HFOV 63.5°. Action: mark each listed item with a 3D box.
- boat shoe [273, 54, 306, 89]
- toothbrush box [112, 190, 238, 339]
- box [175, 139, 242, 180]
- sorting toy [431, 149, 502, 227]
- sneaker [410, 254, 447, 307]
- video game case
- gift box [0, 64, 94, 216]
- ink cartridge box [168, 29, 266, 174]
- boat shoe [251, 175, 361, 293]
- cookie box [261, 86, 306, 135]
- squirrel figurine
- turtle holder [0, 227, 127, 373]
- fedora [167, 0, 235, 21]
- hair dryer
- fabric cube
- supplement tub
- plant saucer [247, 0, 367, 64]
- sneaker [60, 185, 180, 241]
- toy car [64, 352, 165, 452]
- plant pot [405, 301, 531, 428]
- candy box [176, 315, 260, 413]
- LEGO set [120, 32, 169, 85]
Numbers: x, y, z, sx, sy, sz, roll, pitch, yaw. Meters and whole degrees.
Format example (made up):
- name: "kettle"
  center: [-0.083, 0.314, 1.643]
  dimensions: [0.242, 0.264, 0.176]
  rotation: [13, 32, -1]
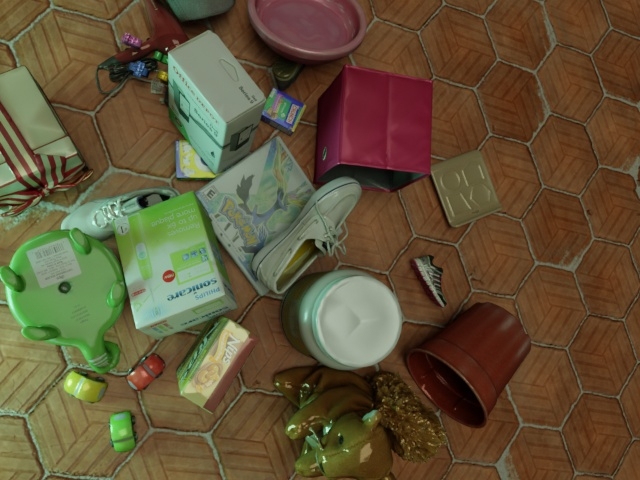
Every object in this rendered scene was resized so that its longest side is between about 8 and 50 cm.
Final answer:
- name: "boat shoe"
  center: [-0.077, -0.517, 1.469]
  dimensions: [0.080, 0.073, 0.223]
  rotation: [22, 59, 2]
- name: "toothbrush box"
  center: [-0.340, 0.056, 1.212]
  dimensions: [0.206, 0.122, 0.283]
  rotation: [-21, 67, -2]
- name: "box"
  center: [-0.297, -0.214, 1.393]
  dimensions: [0.179, 0.043, 0.105]
  rotation: [-2, 86, -18]
- name: "sorting toy"
  center: [0.446, -0.161, 1.607]
  dimensions: [0.193, 0.038, 0.208]
  rotation: [-21, 86, -17]
- name: "sneaker"
  center: [0.339, 0.115, 1.532]
  dimensions: [0.075, 0.063, 0.170]
  rotation: [-29, 88, -10]
- name: "video game case"
  center: [-0.140, -0.067, 1.405]
  dimensions: [0.300, 0.036, 0.329]
  rotation: [-38, 104, -16]
- name: "gift box"
  center: [-0.692, -0.204, 1.164]
  dimensions: [0.255, 0.276, 0.258]
  rotation: [-30, 95, -11]
- name: "ink cartridge box"
  center: [-0.259, -0.320, 1.247]
  dimensions: [0.122, 0.289, 0.211]
  rotation: [-38, 87, -22]
- name: "boat shoe"
  center: [-0.004, -0.004, 1.323]
  dimensions: [0.367, 0.156, 0.136]
  rotation: [-43, 139, -8]
- name: "cookie box"
  center: [-0.108, -0.363, 1.461]
  dimensions: [0.107, 0.040, 0.091]
  rotation: [26, 78, -13]
- name: "squirrel figurine"
  center: [0.112, 0.451, 1.276]
  dimensions: [0.397, 0.370, 0.280]
  rotation: [-9, 87, -17]
- name: "turtle holder"
  center: [-0.547, 0.128, 1.193]
  dimensions: [0.320, 0.227, 0.243]
  rotation: [39, 75, -10]
- name: "fedora"
  center: [-0.304, -0.663, 1.367]
  dimensions: [0.275, 0.244, 0.124]
  rotation: [-60, 138, -40]
- name: "hair dryer"
  center: [-0.454, -0.508, 1.356]
  dimensions: [0.224, 0.080, 0.293]
  rotation: [12, 81, -14]
- name: "fabric cube"
  center: [0.135, -0.290, 1.413]
  dimensions: [0.259, 0.254, 0.258]
  rotation: [5, 84, -15]
- name: "supplement tub"
  center: [0.043, 0.193, 1.301]
  dimensions: [0.241, 0.331, 0.240]
  rotation: [1, 85, -16]
- name: "plant saucer"
  center: [-0.040, -0.606, 1.435]
  dimensions: [0.332, 0.084, 0.332]
  rotation: [7, 60, -12]
- name: "sneaker"
  center: [-0.493, -0.076, 1.279]
  dimensions: [0.297, 0.129, 0.110]
  rotation: [-23, 93, -16]
- name: "toy car"
  center: [-0.493, 0.411, 1.272]
  dimensions: [0.239, 0.053, 0.224]
  rotation: [-9, 87, -16]
- name: "plant pot"
  center: [0.427, 0.326, 1.450]
  dimensions: [0.265, 0.272, 0.272]
  rotation: [-38, 96, -24]
- name: "candy box"
  center: [-0.250, 0.272, 1.218]
  dimensions: [0.088, 0.316, 0.182]
  rotation: [34, 76, -11]
- name: "LEGO set"
  center: [-0.402, -0.435, 1.295]
  dimensions: [0.227, 0.093, 0.087]
  rotation: [19, 94, -12]
